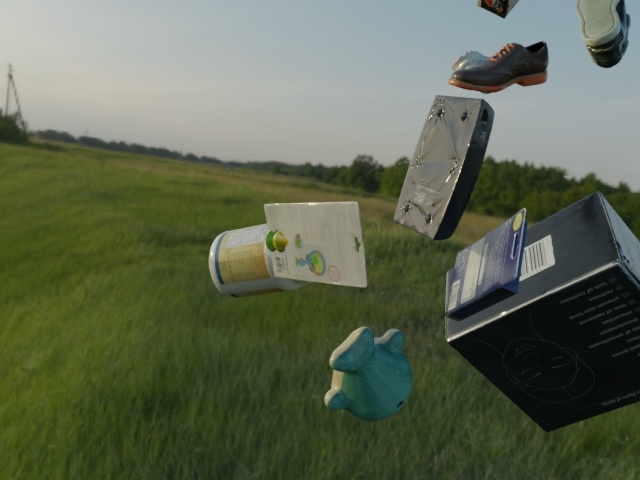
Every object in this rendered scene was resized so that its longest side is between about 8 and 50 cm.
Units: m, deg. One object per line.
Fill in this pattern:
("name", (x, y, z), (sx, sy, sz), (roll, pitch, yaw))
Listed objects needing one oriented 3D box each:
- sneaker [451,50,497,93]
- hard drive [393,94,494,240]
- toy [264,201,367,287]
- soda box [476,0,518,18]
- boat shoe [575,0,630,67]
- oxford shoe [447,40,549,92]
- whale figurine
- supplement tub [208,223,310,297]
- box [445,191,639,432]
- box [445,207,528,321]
("sneaker", (0.504, -0.478, 1.855), (0.252, 0.111, 0.103), (-10, -20, -23))
("hard drive", (0.225, -0.133, 1.168), (0.054, 0.254, 0.172), (14, 9, -24))
("toy", (0.000, 0.000, 1.089), (0.237, 0.136, 0.056), (1, 12, 45))
("soda box", (0.312, -0.430, 0.987), (0.053, 0.169, 0.060), (35, -11, 20))
("boat shoe", (0.663, -0.512, 1.498), (0.114, 0.302, 0.091), (-8, -49, 37))
("oxford shoe", (0.400, -0.394, 1.436), (0.272, 0.098, 0.097), (-16, 32, -27))
("whale figurine", (0.105, 0.274, 1.297), (0.141, 0.216, 0.272), (41, -13, 30))
("supplement tub", (-0.111, 0.038, 1.310), (0.200, 0.144, 0.144), (-9, -2, 27))
("box", (0.665, 0.210, 1.699), (0.472, 0.480, 0.297), (43, 34, -21))
("box", (0.293, 0.047, 1.101), (0.037, 0.136, 0.225), (21, -26, -9))
